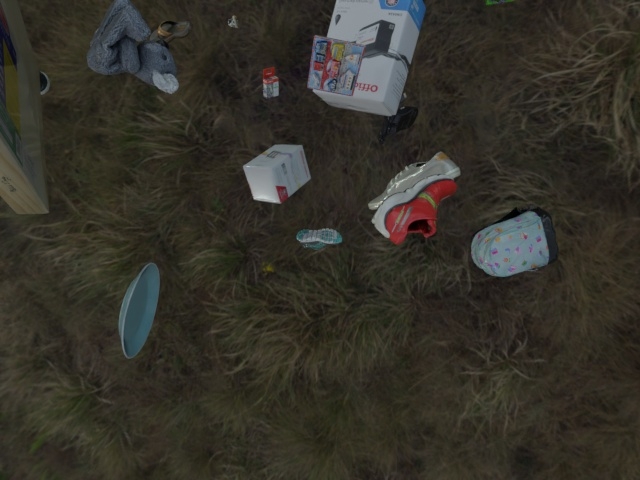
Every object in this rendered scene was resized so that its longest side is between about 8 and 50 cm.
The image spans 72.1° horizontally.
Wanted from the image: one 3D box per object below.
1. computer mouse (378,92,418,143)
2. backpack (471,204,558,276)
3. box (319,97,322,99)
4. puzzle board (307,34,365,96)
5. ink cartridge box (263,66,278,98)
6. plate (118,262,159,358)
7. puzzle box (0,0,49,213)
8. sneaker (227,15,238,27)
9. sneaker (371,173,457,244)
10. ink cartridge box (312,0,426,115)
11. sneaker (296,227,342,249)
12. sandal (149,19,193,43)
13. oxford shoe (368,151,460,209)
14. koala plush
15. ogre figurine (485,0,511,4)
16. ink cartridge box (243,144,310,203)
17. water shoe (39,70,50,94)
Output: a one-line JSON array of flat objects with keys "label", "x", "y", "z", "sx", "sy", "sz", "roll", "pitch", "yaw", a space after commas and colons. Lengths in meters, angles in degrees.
[{"label": "computer mouse", "x": 0.309, "y": -0.509, "z": 1.742, "sx": 0.060, "sy": 0.262, "sz": 0.184, "roll": 36, "pitch": 140, "yaw": 23}, {"label": "backpack", "x": 0.444, "y": 0.010, "z": 1.017, "sx": 0.181, "sy": 0.115, "sz": 0.152, "roll": -17, "pitch": 96, "yaw": 1}, {"label": "box", "x": 0.042, "y": -0.601, "z": 1.811, "sx": 0.083, "sy": 0.062, "sz": 0.052, "roll": 4, "pitch": 96, "yaw": 7}, {"label": "puzzle board", "x": 0.028, "y": -0.333, "z": 0.854, "sx": 0.096, "sy": 0.011, "sz": 0.128, "roll": 11, "pitch": 154, "yaw": -3}, {"label": "ink cartridge box", "x": -0.208, "y": -0.660, "z": 1.843, "sx": 0.029, "sy": 0.062, "sz": 0.115, "roll": 37, "pitch": 139, "yaw": 32}, {"label": "plate", "x": -0.359, "y": 0.135, "z": 0.865, "sx": 0.024, "sy": 0.188, "sz": 0.188, "roll": 11, "pitch": 111, "yaw": -3}, {"label": "puzzle box", "x": -0.436, "y": -0.211, "z": 0.601, "sx": 0.052, "sy": 0.409, "sz": 0.273, "roll": -4, "pitch": 82, "yaw": -25}, {"label": "sneaker", "x": -0.317, "y": -0.784, "z": 1.583, "sx": 0.036, "sy": 0.083, "sz": 0.032, "roll": -2, "pitch": 98, "yaw": -5}, {"label": "sneaker", "x": 0.241, "y": -0.066, "z": 1.050, "sx": 0.118, "sy": 0.278, "sz": 0.107, "roll": 51, "pitch": 147, "yaw": 16}, {"label": "ink cartridge box", "x": 0.134, "y": -0.529, "z": 1.226, "sx": 0.223, "sy": 0.129, "sz": 0.308, "roll": 18, "pitch": 95, "yaw": 25}, {"label": "sneaker", "x": 0.000, "y": 0.000, "z": 1.590, "sx": 0.166, "sy": 0.065, "sz": 0.076, "roll": 4, "pitch": 144, "yaw": 17}, {"label": "sandal", "x": -0.606, "y": -0.840, "z": 1.758, "sx": 0.219, "sy": 0.060, "sz": 0.090, "roll": 5, "pitch": 74, "yaw": 30}, {"label": "oxford shoe", "x": 0.368, "y": -0.241, "z": 1.830, "sx": 0.449, "sy": 0.169, "sz": 0.130, "roll": -25, "pitch": 92, "yaw": 47}, {"label": "koala plush", "x": -0.498, "y": -0.508, "z": 1.221, "sx": 0.203, "sy": 0.196, "sz": 0.221, "roll": -49, "pitch": 137, "yaw": 13}, {"label": "ogre figurine", "x": 0.463, "y": -0.642, "z": 1.004, "sx": 0.118, "sy": 0.097, "sz": 0.197, "roll": 12, "pitch": 94, "yaw": 0}, {"label": "ink cartridge box", "x": -0.140, "y": -0.225, "z": 1.460, "sx": 0.127, "sy": 0.176, "sz": 0.128, "roll": 11, "pitch": 129, "yaw": 35}, {"label": "water shoe", "x": -0.716, "y": -0.359, "z": 0.968, "sx": 0.202, "sy": 0.080, "sz": 0.073, "roll": -7, "pitch": 92, "yaw": -9}]
